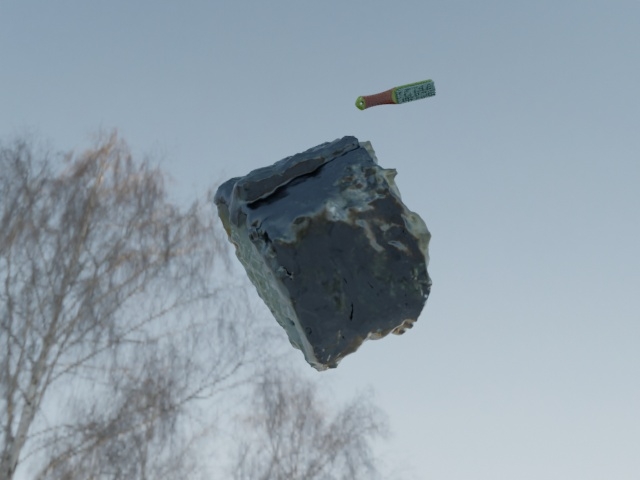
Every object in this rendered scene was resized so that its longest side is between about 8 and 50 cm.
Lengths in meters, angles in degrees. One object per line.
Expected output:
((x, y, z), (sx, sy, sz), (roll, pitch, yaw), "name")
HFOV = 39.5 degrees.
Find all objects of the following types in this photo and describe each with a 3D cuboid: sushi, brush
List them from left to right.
((0.000, 0.000, 0.958), (0.171, 0.350, 0.210), (-26, -78, -7), "sushi")
((0.076, -0.148, 0.912), (0.083, 0.021, 0.018), (-12, -75, -1), "brush")
